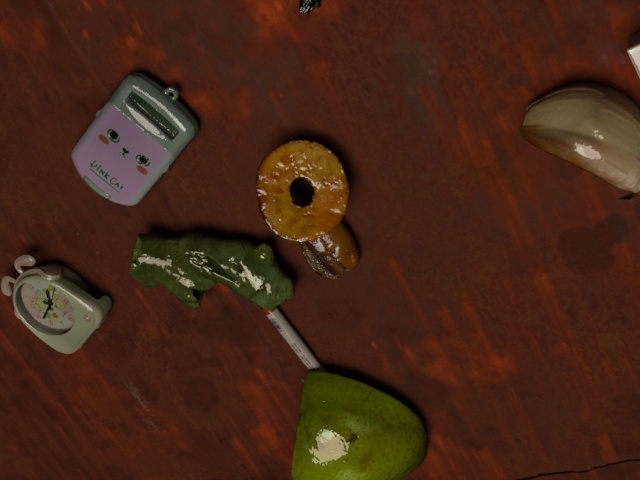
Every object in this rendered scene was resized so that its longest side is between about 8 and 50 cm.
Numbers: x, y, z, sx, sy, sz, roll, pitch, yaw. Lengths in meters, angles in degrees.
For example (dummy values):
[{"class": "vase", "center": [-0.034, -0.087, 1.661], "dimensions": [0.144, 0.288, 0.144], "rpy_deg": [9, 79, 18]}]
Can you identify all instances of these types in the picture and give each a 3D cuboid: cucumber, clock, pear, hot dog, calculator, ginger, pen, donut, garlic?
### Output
[{"class": "cucumber", "center": [-0.005, -0.372, 1.167], "dimensions": [0.033, 0.034, 0.135], "rpy_deg": [20, 123, 11]}, {"class": "clock", "center": [-0.489, 0.108, 1.586], "dimensions": [0.191, 0.062, 0.151], "rpy_deg": [41, 123, -9]}, {"class": "pear", "center": [0.070, 0.385, 1.536], "dimensions": [0.239, 0.139, 0.288], "rpy_deg": [5, 127, 2]}, {"class": "hot dog", "center": [0.002, -0.001, 1.371], "dimensions": [0.089, 0.060, 0.140], "rpy_deg": [-22, 106, 22]}, {"class": "calculator", "center": [-0.296, -0.159, 1.378], "dimensions": [0.141, 0.045, 0.246], "rpy_deg": [42, 122, -10]}, {"class": "ginger", "center": [-0.185, 0.051, 1.448], "dimensions": [0.289, 0.089, 0.137], "rpy_deg": [-1, 101, 12]}, {"class": "pen", "center": [-0.033, 0.191, 1.517], "dimensions": [0.026, 0.026, 0.218], "rpy_deg": [-27, 110, 29]}, {"class": "donut", "center": [-0.027, -0.073, 1.306], "dimensions": [0.151, 0.058, 0.152], "rpy_deg": [0, 89, 0]}, {"class": "garlic", "center": [0.376, -0.126, 1.150], "dimensions": [0.206, 0.115, 0.128], "rpy_deg": [34, 117, -8]}]

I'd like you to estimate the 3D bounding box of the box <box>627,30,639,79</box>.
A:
[{"class": "box", "center": [0.517, -0.175, 1.092], "dimensions": [0.164, 0.069, 0.256], "rpy_deg": [-24, 108, 30]}]
